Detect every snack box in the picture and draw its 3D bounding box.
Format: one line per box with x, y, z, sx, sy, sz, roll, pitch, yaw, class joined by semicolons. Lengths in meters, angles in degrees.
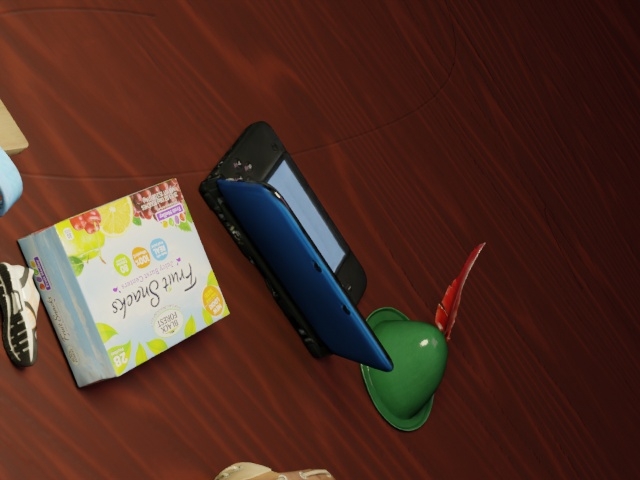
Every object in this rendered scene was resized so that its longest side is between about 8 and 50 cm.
-0.212;0.042;1.386;0.207;0.070;0.174;-27;97;-53;snack box

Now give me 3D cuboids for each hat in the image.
0.172;0.153;1.754;0.208;0.183;0.173;60;38;-17;hat

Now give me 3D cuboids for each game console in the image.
0.000;0.000;1.600;0.293;0.173;0.250;57;38;-21;game console

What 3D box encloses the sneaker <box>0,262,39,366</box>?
-0.301;0.075;1.278;0.044;0.040;0.109;0;76;-55;sneaker

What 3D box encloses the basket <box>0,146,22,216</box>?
-0.399;-0.095;1.002;0.255;0.289;0.201;57;36;-21;basket

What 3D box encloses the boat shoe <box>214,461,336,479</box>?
-0.086;0.318;1.420;0.324;0.123;0.116;9;34;-42;boat shoe

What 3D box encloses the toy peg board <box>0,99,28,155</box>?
-0.393;-0.129;1.208;0.160;0.079;0.161;57;22;4;toy peg board
